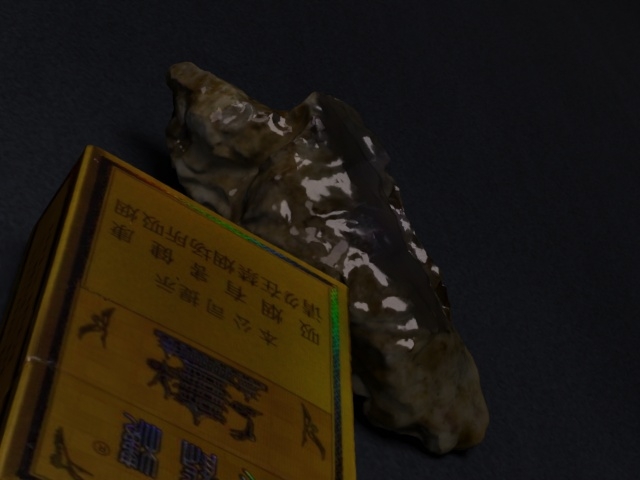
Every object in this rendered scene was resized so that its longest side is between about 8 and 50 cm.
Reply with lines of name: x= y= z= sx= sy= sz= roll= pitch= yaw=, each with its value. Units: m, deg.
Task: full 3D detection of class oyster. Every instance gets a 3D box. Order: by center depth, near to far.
oyster: x=0.004 y=-0.003 z=0.952 sx=0.166 sy=0.110 sz=0.341 roll=-6 pitch=63 yaw=-47

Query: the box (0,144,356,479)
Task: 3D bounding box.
box: x=-0.080 y=0.093 z=0.730 sx=0.193 sy=0.084 sz=0.301 roll=29 pitch=28 yaw=-17
